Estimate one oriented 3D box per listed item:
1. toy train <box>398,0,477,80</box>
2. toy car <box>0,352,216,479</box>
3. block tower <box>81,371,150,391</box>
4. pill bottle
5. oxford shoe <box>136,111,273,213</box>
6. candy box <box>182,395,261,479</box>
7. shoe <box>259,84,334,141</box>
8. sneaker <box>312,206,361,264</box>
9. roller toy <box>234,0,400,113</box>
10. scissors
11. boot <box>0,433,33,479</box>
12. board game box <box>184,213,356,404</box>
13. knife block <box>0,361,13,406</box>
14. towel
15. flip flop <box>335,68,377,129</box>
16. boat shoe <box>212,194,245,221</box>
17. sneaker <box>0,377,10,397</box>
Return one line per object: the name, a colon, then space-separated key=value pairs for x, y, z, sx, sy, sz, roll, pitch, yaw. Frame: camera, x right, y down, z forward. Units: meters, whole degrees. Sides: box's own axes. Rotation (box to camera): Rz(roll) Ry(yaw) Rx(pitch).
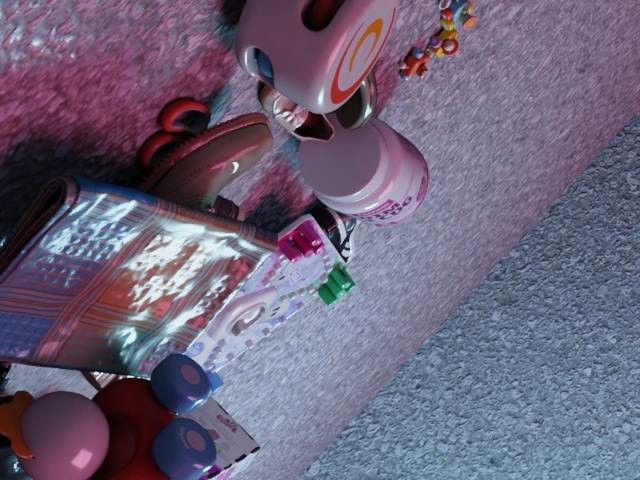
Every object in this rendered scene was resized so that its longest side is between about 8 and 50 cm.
toy train: x=0.200 y=-0.331 z=2.042 sx=0.125 sy=0.046 sz=0.166 roll=-26 pitch=153 yaw=-52
toy car: x=-0.286 y=0.232 z=1.498 sx=0.238 sy=0.210 sz=0.219 roll=31 pitch=120 yaw=-31
block tower: x=-0.310 y=0.155 z=1.781 sx=0.091 sy=0.097 sz=0.335 roll=-43 pitch=163 yaw=-14
pill bottle: x=0.070 y=-0.115 z=2.002 sx=0.160 sy=0.160 sz=0.283 roll=-50 pitch=162 yaw=7
oxford shoe: x=-0.181 y=-0.024 z=1.594 sx=0.348 sy=0.130 sz=0.123 roll=-40 pitch=163 yaw=-4
candy box: x=-0.243 y=0.400 z=2.366 sx=0.233 sy=0.159 sz=0.071 roll=-20 pitch=149 yaw=-56
shoe: x=-0.027 y=-0.189 z=1.776 sx=0.076 sy=0.058 sz=0.219 roll=-49 pitch=163 yaw=2
sneaker: x=0.000 y=0.000 z=2.252 sx=0.121 sy=0.079 sz=0.217 roll=-29 pitch=156 yaw=-22
roller toy: x=-0.007 y=-0.267 z=1.506 sx=0.191 sy=0.146 sz=0.209 roll=-38 pitch=157 yaw=-58
scissors: x=-0.150 y=-0.131 z=1.668 sx=0.109 sy=0.021 sz=0.297 roll=-53 pitch=161 yaw=12
boot: x=-0.415 y=0.291 z=1.804 sx=0.258 sy=0.095 sz=0.123 roll=-22 pitch=150 yaw=-45
board game box: x=-0.126 y=0.136 z=2.136 sx=0.390 sy=0.050 sz=0.390 roll=-37 pitch=162 yaw=0
knife block: x=-0.494 y=0.208 z=1.501 sx=0.276 sy=0.242 sz=0.088 roll=-6 pitch=-179 yaw=28
towel: x=-0.239 y=0.058 z=1.471 sx=0.271 sy=0.040 sz=0.370 roll=-49 pitch=146 yaw=18
flip flop: x=0.030 y=-0.249 z=1.734 sx=0.080 sy=0.112 sz=0.277 roll=-18 pitch=159 yaw=-8
boat shoe: x=-0.202 y=0.012 z=1.827 sx=0.206 sy=0.075 sz=0.065 roll=-46 pitch=121 yaw=10
sneaker: x=-0.468 y=0.260 z=1.663 sx=0.089 sy=0.051 sz=0.170 roll=-20 pitch=131 yaw=-49
